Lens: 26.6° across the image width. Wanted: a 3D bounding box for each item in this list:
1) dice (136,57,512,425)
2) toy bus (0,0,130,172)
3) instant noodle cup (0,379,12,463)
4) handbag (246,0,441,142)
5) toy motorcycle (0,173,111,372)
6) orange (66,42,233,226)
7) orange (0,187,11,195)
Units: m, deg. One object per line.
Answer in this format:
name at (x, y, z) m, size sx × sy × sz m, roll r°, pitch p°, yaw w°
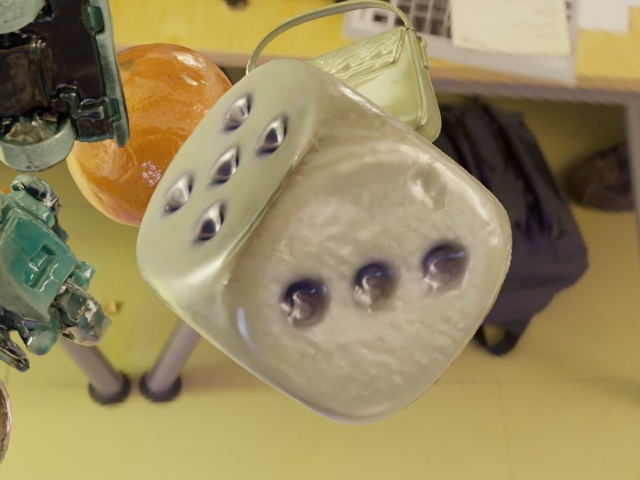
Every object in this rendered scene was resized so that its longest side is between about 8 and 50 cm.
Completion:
dice at (0.000, 0.000, 0.940) m, size 0.192 × 0.193 × 0.194 m, roll -53°, pitch 27°, yaw -1°
toy bus at (-0.245, -0.118, 0.770) m, size 0.256 × 0.128 × 0.147 m, roll -7°, pitch 45°, yaw -5°
instant noodle cup at (-0.480, 0.217, 1.540) m, size 0.218 × 0.207 × 0.217 m, roll 0°, pitch 87°, yaw 0°
handbag at (0.021, -0.195, 1.715) m, size 0.256 × 0.079 × 0.219 m, roll -17°, pitch 73°, yaw 22°
toy motorcycle at (-0.300, 0.007, 1.160) m, size 0.206 × 0.260 × 0.154 m, roll 13°, pitch 62°, yaw 36°
orange at (-0.267, -0.169, 2.210) m, size 0.312 × 0.312 × 0.312 m, roll 2°, pitch 56°, yaw -3°
orange at (-0.352, 0.017, 1.455) m, size 0.156 × 0.156 × 0.124 m, roll -40°, pitch 45°, yaw -26°
